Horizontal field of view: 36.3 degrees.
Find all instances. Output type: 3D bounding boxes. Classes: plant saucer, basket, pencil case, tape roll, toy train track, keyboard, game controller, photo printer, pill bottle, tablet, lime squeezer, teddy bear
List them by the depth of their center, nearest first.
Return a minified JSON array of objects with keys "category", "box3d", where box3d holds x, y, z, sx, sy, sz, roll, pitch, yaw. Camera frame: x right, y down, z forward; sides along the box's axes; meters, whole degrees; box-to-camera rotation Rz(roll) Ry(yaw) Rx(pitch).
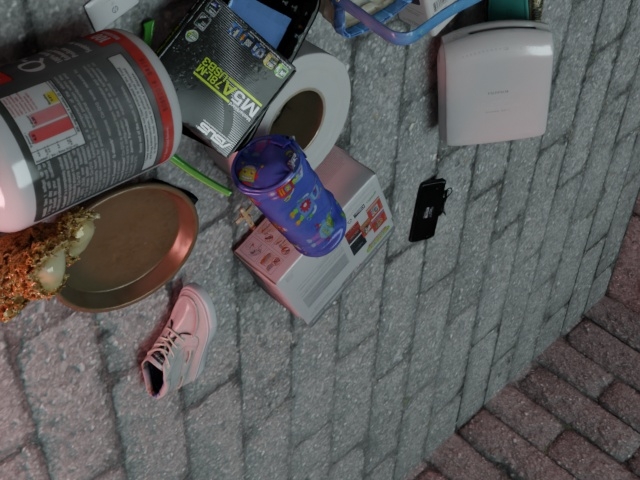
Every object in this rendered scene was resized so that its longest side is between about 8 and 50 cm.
[{"category":"pill bottle","box3d":[-0.386,-0.136,1.311,0.363,0.210,0.210,-31,143,-35]},{"category":"teddy bear","box3d":[-0.459,0.044,1.376,0.113,0.338,0.245,51,48,-23]},{"category":"tablet","box3d":[-0.304,-0.344,1.420,0.083,0.006,0.054,-43,148,-18]},{"category":"lime squeezer","box3d":[-0.252,-0.187,1.552,0.110,0.059,0.310,-30,115,-14]},{"category":"game controller","box3d":[-0.131,-0.303,1.572,0.319,0.167,0.067,-61,-175,12]},{"category":"basket","box3d":[0.118,-0.446,1.627,0.255,0.289,0.201,-33,144,-30]},{"category":"plant saucer","box3d":[-0.336,0.008,1.653,0.278,0.041,0.277,-26,142,-22]},{"category":"pencil case","box3d":[-0.048,-0.081,1.736,0.133,0.119,0.306,-52,151,-7]},{"category":"tape roll","box3d":[-0.077,-0.228,1.766,0.286,0.100,0.286,-36,146,-30]},{"category":"toy train track","box3d":[-0.142,-0.041,1.947,0.048,0.014,0.083,-48,150,-11]},{"category":"photo printer","box3d":[0.388,-0.355,2.171,0.256,0.107,0.307,-6,141,2]},{"category":"keyboard","box3d":[0.276,-0.083,2.491,0.100,0.038,0.192,-10,133,-20]}]

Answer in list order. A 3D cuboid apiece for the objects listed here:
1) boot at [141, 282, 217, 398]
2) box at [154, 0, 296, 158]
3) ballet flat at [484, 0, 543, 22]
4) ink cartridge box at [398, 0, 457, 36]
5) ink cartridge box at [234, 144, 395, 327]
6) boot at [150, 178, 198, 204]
[{"category":"boot","box3d":[-0.283,0.207,1.916,0.123,0.095,0.258,-34,146,-43]},{"category":"box","box3d":[-0.163,-0.255,1.513,0.191,0.045,0.184,40,85,-27]},{"category":"ballet flat","box3d":[0.413,-0.613,2.045,0.482,0.164,0.182,69,40,-62]},{"category":"ink cartridge box","box3d":[0.219,-0.539,1.865,0.172,0.100,0.237,-47,150,-12]},{"category":"ink cartridge box","box3d":[0.000,0.000,2.072,0.309,0.130,0.272,-48,152,-10]},{"category":"boot","box3d":[-0.278,-0.050,1.721,0.099,0.045,0.121,-53,149,10]}]
